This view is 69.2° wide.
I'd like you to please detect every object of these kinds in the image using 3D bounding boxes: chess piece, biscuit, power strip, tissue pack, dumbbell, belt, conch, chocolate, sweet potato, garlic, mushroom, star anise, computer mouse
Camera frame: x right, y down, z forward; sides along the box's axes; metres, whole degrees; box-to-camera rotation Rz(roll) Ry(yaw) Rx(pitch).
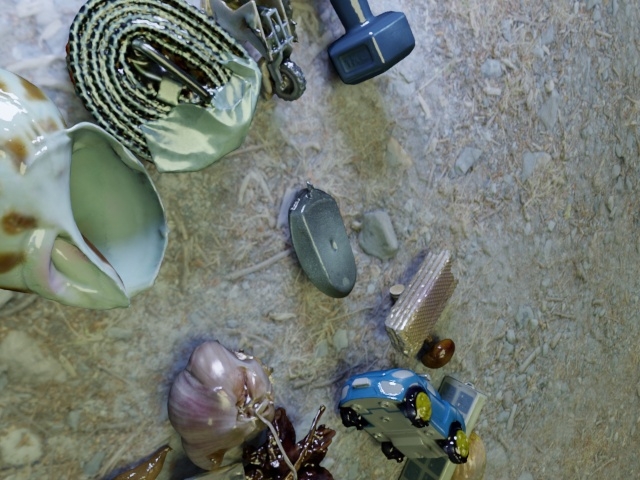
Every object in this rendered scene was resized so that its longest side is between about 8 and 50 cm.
[{"bbox_3d":[0.181,0.144,1.032,0.035,0.035,0.092,-33,119,-23],"label":"chess piece"},{"bbox_3d":[0.222,0.132,1.006,0.239,0.062,0.108,-50,133,-28],"label":"biscuit"},{"bbox_3d":[0.281,0.509,1.121,0.043,0.106,0.367,31,82,-35],"label":"power strip"},{"bbox_3d":[-0.196,0.440,0.790,0.109,0.060,0.148,-3,142,-30],"label":"tissue pack"},{"bbox_3d":[0.030,-0.427,0.757,0.144,0.160,0.324,-28,116,9],"label":"dumbbell"},{"bbox_3d":[-0.213,-0.211,0.642,0.257,0.150,0.207,35,88,-32],"label":"belt"},{"bbox_3d":[-0.354,-0.075,0.550,0.249,0.197,0.367,-36,123,-35],"label":"conch"},{"bbox_3d":[0.344,0.621,1.169,0.134,0.134,0.309,7,95,-33],"label":"chocolate"},{"bbox_3d":[-0.327,0.409,0.746,0.206,0.060,0.068,-33,154,-34],"label":"sweet potato"},{"bbox_3d":[-0.118,0.284,0.774,0.207,0.257,0.207,-57,163,-28],"label":"garlic"},{"bbox_3d":[0.265,0.251,1.083,0.088,0.072,0.129,-34,117,11],"label":"mushroom"},{"bbox_3d":[-0.067,0.427,0.852,0.126,0.190,0.220,12,64,-64],"label":"star anise"},{"bbox_3d":[-0.004,0.002,0.866,0.113,0.068,0.228,-29,103,-44],"label":"computer mouse"}]

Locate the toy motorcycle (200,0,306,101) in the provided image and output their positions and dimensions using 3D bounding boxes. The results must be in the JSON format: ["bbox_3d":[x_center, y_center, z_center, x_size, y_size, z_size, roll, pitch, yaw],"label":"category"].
[{"bbox_3d":[-0.105,-0.321,0.720,0.094,0.130,0.229,-59,139,-34],"label":"toy motorcycle"}]

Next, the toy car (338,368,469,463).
[{"bbox_3d":[0.180,0.355,0.992,0.314,0.198,0.166,46,41,-27],"label":"toy car"}]
